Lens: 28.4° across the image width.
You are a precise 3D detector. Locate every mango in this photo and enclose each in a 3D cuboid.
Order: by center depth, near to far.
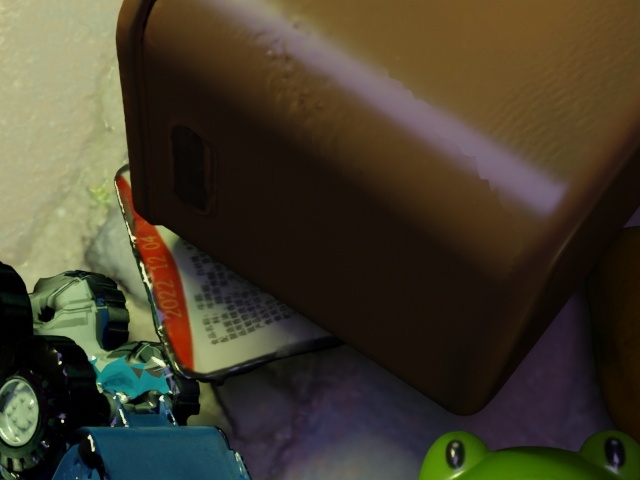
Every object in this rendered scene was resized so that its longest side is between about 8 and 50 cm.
[{"bbox_3d":[0.215,0.060,0.735,0.111,0.089,0.163,-2,58,6],"label":"mango"}]

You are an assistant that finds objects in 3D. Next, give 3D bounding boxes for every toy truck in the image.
[{"bbox_3d":[-0.147,0.107,0.725,0.208,0.113,0.126,41,109,34],"label":"toy truck"}]

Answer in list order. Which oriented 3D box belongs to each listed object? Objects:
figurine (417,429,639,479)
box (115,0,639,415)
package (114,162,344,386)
[{"bbox_3d":[0.113,0.231,0.653,0.162,0.143,0.263,-2,84,13],"label":"figurine"},{"bbox_3d":[0.090,-0.108,0.695,0.229,0.239,0.339,35,64,14],"label":"box"},{"bbox_3d":[0.000,0.000,0.786,0.232,0.040,0.166,-13,57,-17],"label":"package"}]
